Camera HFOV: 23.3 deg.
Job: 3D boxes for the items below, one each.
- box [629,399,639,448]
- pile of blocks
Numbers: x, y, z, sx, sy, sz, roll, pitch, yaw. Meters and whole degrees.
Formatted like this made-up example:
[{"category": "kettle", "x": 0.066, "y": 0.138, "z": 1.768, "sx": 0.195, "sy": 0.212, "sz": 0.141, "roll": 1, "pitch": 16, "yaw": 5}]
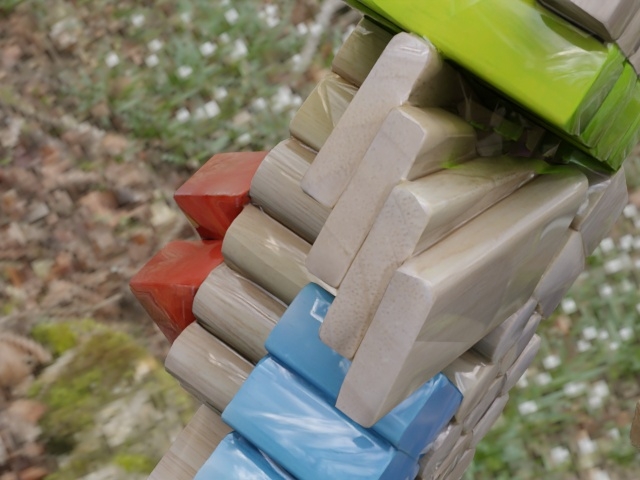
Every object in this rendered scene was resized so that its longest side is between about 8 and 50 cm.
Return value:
[{"category": "box", "x": 0.216, "y": 0.101, "z": 0.540, "sx": 0.164, "sy": 0.201, "sz": 0.021, "roll": 16, "pitch": 92, "yaw": -10}, {"category": "pile of blocks", "x": 0.000, "y": 0.000, "z": 0.413, "sx": 0.113, "sy": 0.362, "sz": 0.149, "roll": 34, "pitch": 30, "yaw": 18}]
